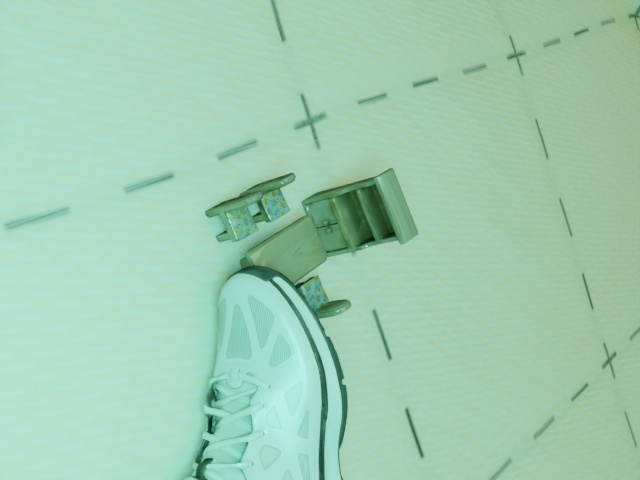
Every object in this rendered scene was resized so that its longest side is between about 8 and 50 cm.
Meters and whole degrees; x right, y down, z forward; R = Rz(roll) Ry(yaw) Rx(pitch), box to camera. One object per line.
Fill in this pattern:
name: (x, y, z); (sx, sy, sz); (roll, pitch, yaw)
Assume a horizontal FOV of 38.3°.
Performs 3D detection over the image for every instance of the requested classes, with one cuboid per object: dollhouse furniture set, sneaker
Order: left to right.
sneaker: (-0.100, 0.264, 1.147); (0.257, 0.169, 0.447); (-12, 91, -49)
dollhouse furniture set: (0.000, 0.000, 1.325); (0.242, 0.161, 0.212); (-34, 105, -46)
